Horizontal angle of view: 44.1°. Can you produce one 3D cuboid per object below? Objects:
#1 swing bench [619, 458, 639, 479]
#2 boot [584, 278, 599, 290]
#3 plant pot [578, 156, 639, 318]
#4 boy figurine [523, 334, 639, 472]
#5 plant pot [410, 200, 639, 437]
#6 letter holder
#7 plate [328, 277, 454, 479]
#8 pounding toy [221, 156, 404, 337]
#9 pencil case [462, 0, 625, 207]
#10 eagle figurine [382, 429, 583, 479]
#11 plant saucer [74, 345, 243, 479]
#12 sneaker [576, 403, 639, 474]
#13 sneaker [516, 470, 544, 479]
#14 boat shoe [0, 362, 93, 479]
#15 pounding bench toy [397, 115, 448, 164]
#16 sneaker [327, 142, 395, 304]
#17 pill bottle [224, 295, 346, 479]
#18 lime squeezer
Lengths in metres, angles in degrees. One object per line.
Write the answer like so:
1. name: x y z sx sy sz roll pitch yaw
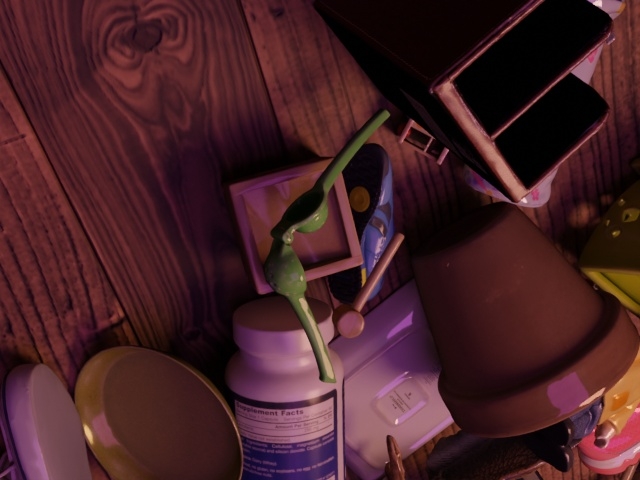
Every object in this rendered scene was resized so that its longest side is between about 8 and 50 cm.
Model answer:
1. swing bench: 0.638 0.485 1.424 0.253 0.165 0.255 24 108 -30
2. boot: 0.352 0.174 1.198 0.236 0.085 0.179 -30 112 14
3. plant pot: 0.525 0.002 1.061 0.227 0.228 0.207 33 76 -32
4. boy figurine: 0.401 0.205 1.074 0.285 0.092 0.177 -21 122 -25
5. plant pot: 0.233 0.081 1.009 0.263 0.263 0.229 -31 97 -2
6. letter holder: 0.159 -0.213 0.768 0.214 0.302 0.152 -42 124 5
7. plate: 0.112 0.221 1.151 0.278 0.045 0.277 -38 123 3
8. pounding toy: 0.000 0.009 0.929 0.181 0.094 0.206 -16 100 -11
9. pencil case: 0.262 -0.177 0.942 0.124 0.113 0.273 -5 121 -41
10. eagle figurine: 0.239 0.369 1.131 0.298 0.225 0.226 -10 130 -23
11. plant saucer: -0.195 0.228 0.976 0.240 0.037 0.241 10 116 21
12. sneaker: 0.543 0.254 1.289 0.313 0.116 0.136 -39 123 4
13. sneaker: 0.321 0.497 1.316 0.182 0.127 0.316 -29 137 -1
14. boat shoe: -0.368 0.319 0.981 0.156 0.136 0.367 -8 119 0
15. pounding bench toy: 0.129 -0.134 0.955 0.065 0.083 0.052 28 105 2
16. sneaker: 0.062 -0.022 0.991 0.082 0.069 0.210 -16 120 -47
17. pill bottle: -0.044 0.214 1.005 0.153 0.153 0.265 -6 106 -18
18. lime squeezer: 0.000 0.000 0.850 0.109 0.059 0.311 11 92 -14
